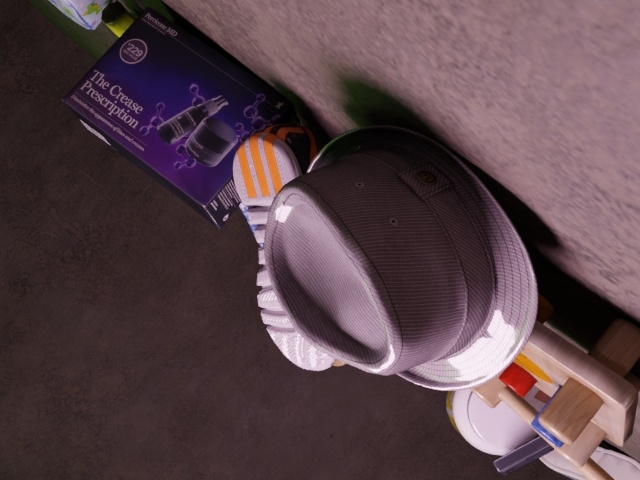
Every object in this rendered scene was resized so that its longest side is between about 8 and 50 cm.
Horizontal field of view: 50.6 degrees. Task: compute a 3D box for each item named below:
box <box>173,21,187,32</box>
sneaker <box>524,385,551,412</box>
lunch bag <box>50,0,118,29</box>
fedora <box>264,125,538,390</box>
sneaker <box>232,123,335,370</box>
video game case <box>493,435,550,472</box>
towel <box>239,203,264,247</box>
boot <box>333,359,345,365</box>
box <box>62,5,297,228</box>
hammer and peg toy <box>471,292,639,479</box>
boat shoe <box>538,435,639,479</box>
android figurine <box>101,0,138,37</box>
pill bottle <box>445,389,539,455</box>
[{"bbox_3d":[-0.210,-0.303,1.038,0.067,0.018,0.083,44,175,-28],"label":"box"},{"bbox_3d":[0.380,0.250,1.179,0.222,0.083,0.118,35,-165,-7],"label":"sneaker"},{"bbox_3d":[-0.431,-0.446,1.076,0.219,0.090,0.176,41,177,-5],"label":"lunch bag"},{"bbox_3d":[0.044,0.029,0.617,0.275,0.124,0.243,55,136,18],"label":"fedora"},{"bbox_3d":[0.000,0.000,0.902,0.125,0.321,0.180,-1,-164,31],"label":"sneaker"},{"bbox_3d":[0.432,0.397,1.309,0.026,0.196,0.274,62,-175,25],"label":"video game case"},{"bbox_3d":[-0.140,-0.070,1.316,0.243,0.040,0.336,-109,-5,-57],"label":"towel"},{"bbox_3d":[0.125,0.177,1.376,0.295,0.211,0.104,-17,87,59],"label":"boot"},{"bbox_3d":[-0.189,-0.171,0.939,0.261,0.184,0.103,36,168,13],"label":"box"},{"bbox_3d":[0.246,0.141,0.778,0.266,0.127,0.361,36,174,33],"label":"hammer and peg toy"},{"bbox_3d":[0.564,0.471,1.417,0.099,0.116,0.319,47,169,-20],"label":"boat shoe"},{"bbox_3d":[-0.255,-0.295,1.170,0.248,0.056,0.273,44,-178,30],"label":"android figurine"},{"bbox_3d":[0.374,0.358,1.455,0.188,0.188,0.334,40,176,12],"label":"pill bottle"}]
